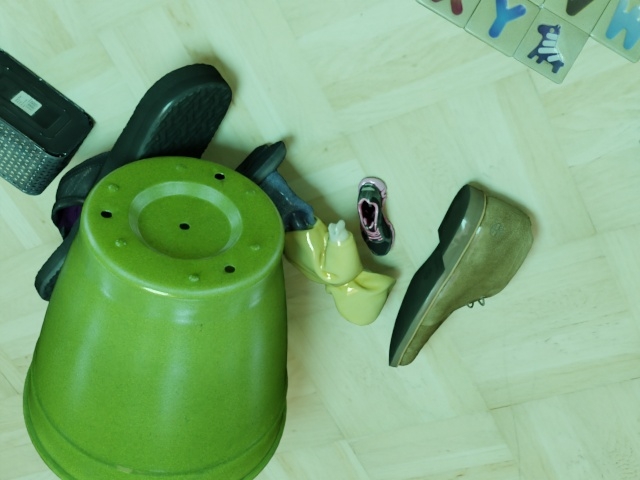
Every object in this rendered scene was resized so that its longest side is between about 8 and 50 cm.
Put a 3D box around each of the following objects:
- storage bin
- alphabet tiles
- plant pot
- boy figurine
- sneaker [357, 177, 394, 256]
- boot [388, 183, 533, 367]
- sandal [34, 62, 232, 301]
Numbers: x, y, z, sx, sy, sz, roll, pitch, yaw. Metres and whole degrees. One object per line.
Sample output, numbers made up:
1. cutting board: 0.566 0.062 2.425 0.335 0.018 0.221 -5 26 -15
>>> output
1. storage bin: -0.415 -0.162 1.269 0.180 0.122 0.084 36 125 -10
2. alphabet tiles: 0.252 -0.345 0.926 0.285 0.011 0.342 30 95 -4
3. plant pot: -0.189 0.096 1.205 0.366 0.366 0.353 19 133 2
4. boy figurine: 0.000 0.000 1.264 0.285 0.092 0.177 47 159 -16
5. sneaker: 0.070 -0.023 1.270 0.047 0.057 0.119 -5 123 16
6. boot: 0.183 0.072 1.278 0.115 0.112 0.305 20 124 -11
7. sandal: -0.271 -0.083 1.285 0.107 0.167 0.446 51 122 17
